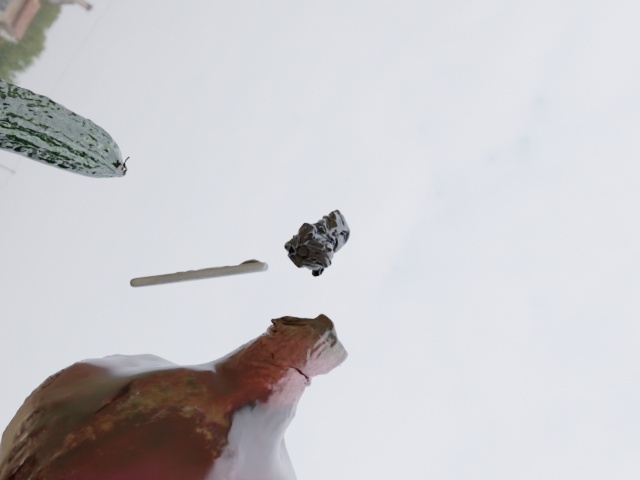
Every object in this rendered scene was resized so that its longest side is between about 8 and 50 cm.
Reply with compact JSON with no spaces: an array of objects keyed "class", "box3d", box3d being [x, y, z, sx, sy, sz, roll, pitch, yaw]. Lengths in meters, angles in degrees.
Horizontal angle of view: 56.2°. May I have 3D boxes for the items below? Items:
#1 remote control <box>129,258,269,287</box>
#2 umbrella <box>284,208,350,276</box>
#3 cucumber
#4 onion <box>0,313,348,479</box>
[{"class":"remote control","box3d":[-0.230,0.062,1.152,0.067,0.261,0.029,146,-63,-85]},{"class":"umbrella","box3d":[0.000,0.001,1.341,0.272,0.110,0.121,-47,145,-73]},{"class":"cucumber","box3d":[-0.325,-0.131,0.669,0.077,0.265,0.077,-7,-103,32]},{"class":"onion","box3d":[-0.144,0.236,0.677,0.420,0.398,0.398,-57,-147,9]}]
